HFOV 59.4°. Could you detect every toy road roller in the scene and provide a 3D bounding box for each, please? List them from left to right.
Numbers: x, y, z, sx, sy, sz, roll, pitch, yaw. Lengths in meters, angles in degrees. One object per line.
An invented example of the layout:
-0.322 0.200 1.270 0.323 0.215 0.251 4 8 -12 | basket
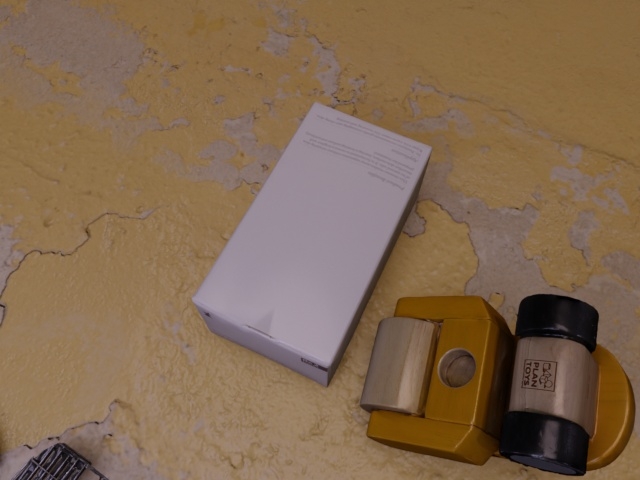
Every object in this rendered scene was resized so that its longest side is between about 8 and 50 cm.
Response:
0.244 0.212 0.771 0.330 0.240 0.202 -4 58 40 | toy road roller

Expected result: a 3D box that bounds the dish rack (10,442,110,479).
-0.308 0.407 0.722 0.272 0.074 0.208 29 67 15 | dish rack

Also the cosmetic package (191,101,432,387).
0.000 0.000 0.868 0.217 0.156 0.385 25 68 12 | cosmetic package
